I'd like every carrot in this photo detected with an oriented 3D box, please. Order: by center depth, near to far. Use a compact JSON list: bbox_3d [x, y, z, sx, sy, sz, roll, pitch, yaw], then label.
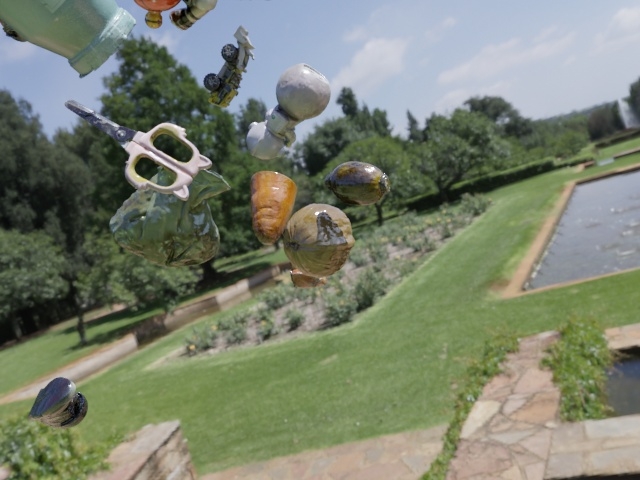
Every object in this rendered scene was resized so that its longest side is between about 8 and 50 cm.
[{"bbox_3d":[-0.168,-0.089,2.052,0.159,0.224,0.159,7,-27,4],"label":"carrot"}]

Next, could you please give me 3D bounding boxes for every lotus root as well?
[{"bbox_3d":[0.095,-0.157,1.739,0.210,0.120,0.120,8,18,35],"label":"lotus root"}]

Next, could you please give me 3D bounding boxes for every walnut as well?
[{"bbox_3d":[0.000,0.000,1.892,0.228,0.227,0.228,-18,3,1],"label":"walnut"}]

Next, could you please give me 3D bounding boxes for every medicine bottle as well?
[{"bbox_3d":[-0.606,-0.550,1.474,0.245,0.290,0.245,-28,37,23],"label":"medicine bottle"}]

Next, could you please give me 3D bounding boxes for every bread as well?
[{"bbox_3d":[-0.047,0.090,2.421,0.123,0.190,0.244,-11,36,9],"label":"bread"}]

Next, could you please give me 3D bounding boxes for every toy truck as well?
[{"bbox_3d":[-0.307,-0.601,2.214,0.285,0.111,0.136,-59,-5,9],"label":"toy truck"}]

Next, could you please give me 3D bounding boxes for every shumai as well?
[{"bbox_3d":[-0.429,-0.105,1.826,0.330,0.291,0.288,-3,-30,-28],"label":"shumai"}]

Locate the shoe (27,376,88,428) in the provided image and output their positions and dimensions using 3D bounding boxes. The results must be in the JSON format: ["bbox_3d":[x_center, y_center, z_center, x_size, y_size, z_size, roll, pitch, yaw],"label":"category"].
[{"bbox_3d":[-0.714,0.463,1.744,0.291,0.137,0.114,-34,34,51],"label":"shoe"}]

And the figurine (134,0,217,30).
[{"bbox_3d":[-0.471,-0.803,1.938,0.196,0.320,0.323,35,21,36],"label":"figurine"}]

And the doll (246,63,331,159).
[{"bbox_3d":[-0.095,-0.325,1.666,0.287,0.151,0.151,-49,-9,22],"label":"doll"}]

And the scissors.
[{"bbox_3d":[-0.375,-0.197,1.259,0.160,0.318,0.024,-59,-3,-17],"label":"scissors"}]

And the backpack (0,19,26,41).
[{"bbox_3d":[-1.015,-0.821,2.234,0.317,0.283,0.197,22,52,20],"label":"backpack"}]
